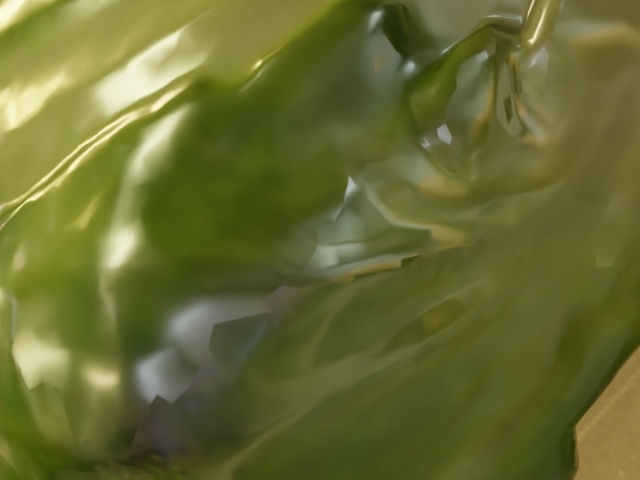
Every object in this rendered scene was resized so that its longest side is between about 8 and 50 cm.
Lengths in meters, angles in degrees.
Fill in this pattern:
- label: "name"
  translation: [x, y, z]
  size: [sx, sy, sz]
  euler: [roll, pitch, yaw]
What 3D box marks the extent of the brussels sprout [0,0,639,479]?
- label: "brussels sprout"
  translation: [0.000, 0.000, 0.490]
  size: [0.315, 0.371, 0.276]
  euler: [11, 38, -15]
